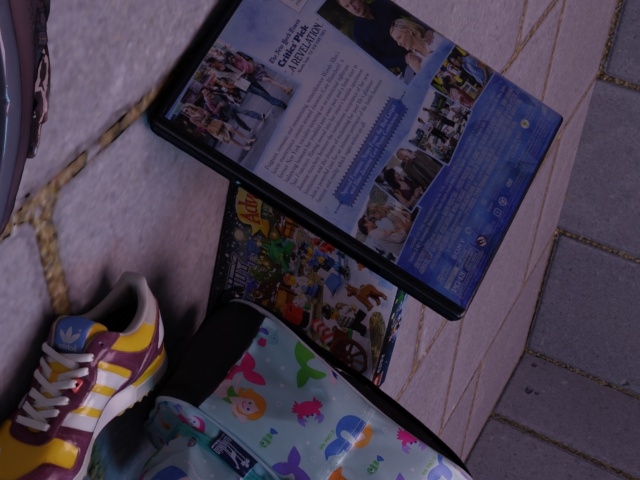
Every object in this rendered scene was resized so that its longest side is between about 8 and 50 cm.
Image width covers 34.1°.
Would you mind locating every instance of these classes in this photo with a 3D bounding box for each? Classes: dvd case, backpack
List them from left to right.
[{"bbox_3d":[-0.016,0.183,0.798,0.191,0.253,0.225,-59,-177,-22],"label":"backpack"},{"bbox_3d":[0.032,-0.083,0.736,0.180,0.253,0.022,-60,-172,-19],"label":"dvd case"}]

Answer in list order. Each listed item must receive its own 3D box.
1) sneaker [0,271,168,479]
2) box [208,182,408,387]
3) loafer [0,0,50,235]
[{"bbox_3d":[-0.165,0.094,0.669,0.185,0.069,0.084,-55,151,-49],"label":"sneaker"},{"bbox_3d":[0.000,0.000,0.852,0.044,0.159,0.233,-39,146,-58],"label":"box"},{"bbox_3d":[-0.146,-0.124,0.412,0.095,0.109,0.303,-50,152,-51],"label":"loafer"}]
